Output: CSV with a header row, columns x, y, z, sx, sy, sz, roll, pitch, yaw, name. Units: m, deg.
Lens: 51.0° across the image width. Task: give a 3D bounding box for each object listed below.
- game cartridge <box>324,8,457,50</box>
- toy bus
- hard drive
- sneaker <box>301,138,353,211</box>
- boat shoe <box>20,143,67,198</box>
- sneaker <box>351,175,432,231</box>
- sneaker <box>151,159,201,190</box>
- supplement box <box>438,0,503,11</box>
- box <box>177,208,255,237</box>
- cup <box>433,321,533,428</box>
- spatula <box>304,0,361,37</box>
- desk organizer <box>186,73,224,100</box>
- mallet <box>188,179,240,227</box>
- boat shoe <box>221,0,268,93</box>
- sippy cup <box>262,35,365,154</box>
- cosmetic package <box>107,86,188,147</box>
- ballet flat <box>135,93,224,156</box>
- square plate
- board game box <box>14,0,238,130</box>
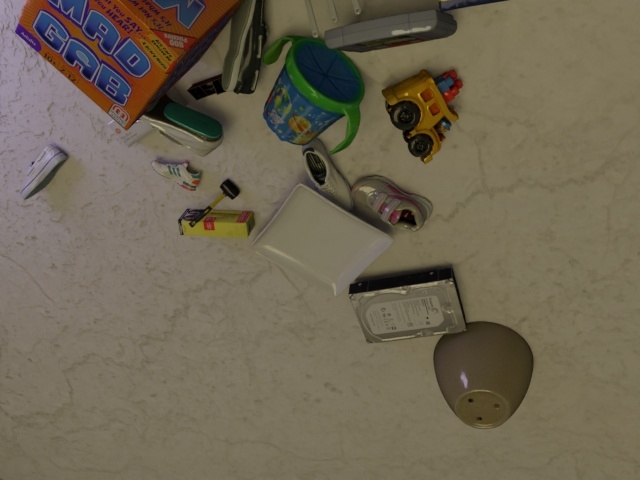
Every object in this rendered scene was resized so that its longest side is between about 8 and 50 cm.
x,y,z,sx,sy,sz,roll,pitch,yaw,name
0.169,-0.514,1.661,0.294,0.196,0.060,-2,96,29,game cartridge
0.297,-0.349,1.804,0.211,0.149,0.220,-30,113,11,toy bus
0.283,0.217,2.164,0.338,0.064,0.237,-10,126,15,hard drive
0.013,-0.177,1.994,0.094,0.091,0.258,-23,114,25,sneaker
-0.925,-0.230,2.214,0.226,0.083,0.076,-40,94,18,boat shoe
0.207,-0.106,1.978,0.252,0.111,0.103,20,123,2,sneaker
-0.449,-0.224,2.111,0.161,0.057,0.075,30,106,-4,sneaker
0.349,-0.730,1.512,0.194,0.195,0.357,-4,120,16,supplement box
-0.334,-0.055,2.160,0.232,0.087,0.058,4,121,13,box
0.524,0.466,2.176,0.330,0.237,0.331,7,122,11,cup
0.016,-0.635,1.667,0.168,0.019,0.242,-21,69,21,spatula
-0.316,-0.442,1.939,0.130,0.050,0.047,-14,116,21,desk organizer
-0.345,-0.117,2.108,0.189,0.039,0.062,-36,103,-2,mallet
-0.192,-0.548,1.821,0.091,0.114,0.303,3,119,-31,boat shoe
-0.035,-0.383,1.815,0.239,0.306,0.224,15,140,-29,sippy cup
-0.522,-0.381,2.022,0.239,0.060,0.099,-28,110,27,cosmetic package
-0.469,-0.362,1.920,0.400,0.139,0.139,30,123,-9,ballet flat
0.000,0.000,2.095,0.343,0.049,0.347,29,133,-14,square plate
-0.455,-0.572,1.655,0.356,0.357,0.356,42,141,-13,board game box
